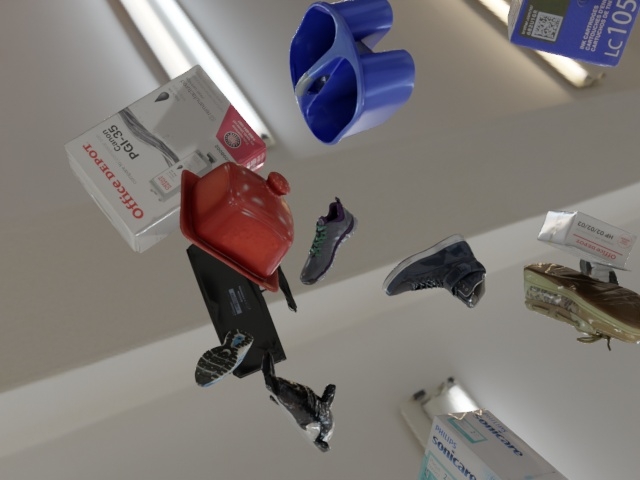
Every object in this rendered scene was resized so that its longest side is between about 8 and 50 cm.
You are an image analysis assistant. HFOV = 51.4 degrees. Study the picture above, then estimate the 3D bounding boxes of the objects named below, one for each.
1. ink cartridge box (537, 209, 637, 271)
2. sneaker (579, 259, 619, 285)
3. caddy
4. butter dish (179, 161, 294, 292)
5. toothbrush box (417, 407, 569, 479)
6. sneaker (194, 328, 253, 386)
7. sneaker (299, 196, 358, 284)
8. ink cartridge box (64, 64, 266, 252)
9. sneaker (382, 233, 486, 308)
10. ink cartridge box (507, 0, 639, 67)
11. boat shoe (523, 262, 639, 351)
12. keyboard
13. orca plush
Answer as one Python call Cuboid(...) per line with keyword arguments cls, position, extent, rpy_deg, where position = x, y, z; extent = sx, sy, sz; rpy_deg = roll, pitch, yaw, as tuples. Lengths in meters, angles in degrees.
Cuboid(cls="ink cartridge box", position=(0.440, -0.003, 1.092), extent=(0.104, 0.061, 0.181), rpy_deg=(23, -176, 0))
Cuboid(cls="sneaker", position=(0.739, 0.096, 1.772), extent=(0.078, 0.106, 0.234), rpy_deg=(1, -111, 7))
Cuboid(cls="caddy", position=(0.036, -0.333, 1.327), extent=(0.179, 0.341, 0.241), rpy_deg=(-21, -95, -19))
Cuboid(cls="butter dish", position=(-0.087, -0.040, 0.844), extent=(0.160, 0.118, 0.159), rpy_deg=(37, -157, -31))
Cuboid(cls="toothbrush box", position=(0.271, 0.475, 1.139), extent=(0.126, 0.295, 0.216), rpy_deg=(2, -159, -30))
Cuboid(cls="sneaker", position=(-0.183, 0.238, 1.271), extent=(0.063, 0.073, 0.162), rpy_deg=(26, -150, 17))
Cuboid(cls="sneaker", position=(0.000, 0.000, 1.618), extent=(0.083, 0.098, 0.223), rpy_deg=(5, -127, 45))
Cuboid(cls="ink cartridge box", position=(-0.270, -0.144, 1.179), extent=(0.283, 0.117, 0.207), rpy_deg=(-38, -95, -19))
Cuboid(cls="sneaker", position=(0.265, 0.101, 1.505), extent=(0.226, 0.086, 0.163), rpy_deg=(-31, -124, 4))
Cuboid(cls="ink cartridge box", position=(0.364, -0.399, 0.906), extent=(0.151, 0.269, 0.395), rpy_deg=(17, -154, 9))
Cuboid(cls="boat shoe", position=(0.439, 0.114, 1.100), extent=(0.105, 0.089, 0.285), rpy_deg=(-2, -165, -15))
Cuboid(cls="keyboard", position=(-0.151, 0.121, 1.456), extent=(0.202, 0.033, 0.317), rpy_deg=(-20, -94, -16))
Cuboid(cls="orca plush", position=(-0.025, 0.289, 1.234), extent=(0.102, 0.287, 0.151), rpy_deg=(-44, -142, -16))
